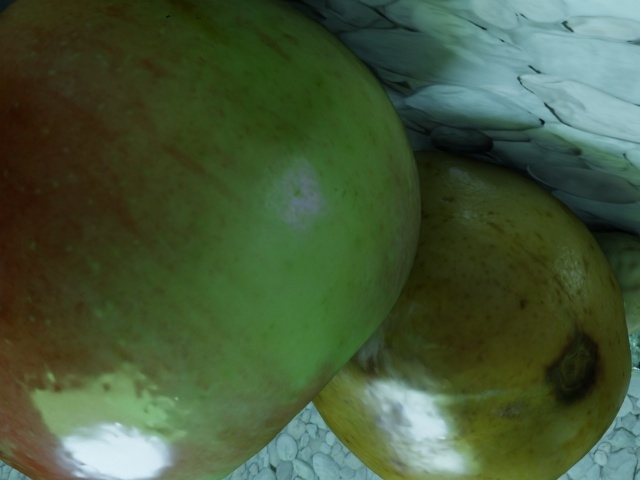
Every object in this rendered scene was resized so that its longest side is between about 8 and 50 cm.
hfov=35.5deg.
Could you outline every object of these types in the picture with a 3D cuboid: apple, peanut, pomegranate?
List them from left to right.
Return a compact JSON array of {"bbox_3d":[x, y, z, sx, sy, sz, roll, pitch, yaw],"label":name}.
[{"bbox_3d":[-0.102,-0.009,0.601,0.277,0.319,0.319,45,172,-3],"label":"apple"},{"bbox_3d":[0.111,0.067,0.805,0.307,0.307,0.307,18,174,2],"label":"pomegranate"},{"bbox_3d":[0.245,0.047,0.984,0.125,0.111,0.274,0,179,-18],"label":"peanut"}]

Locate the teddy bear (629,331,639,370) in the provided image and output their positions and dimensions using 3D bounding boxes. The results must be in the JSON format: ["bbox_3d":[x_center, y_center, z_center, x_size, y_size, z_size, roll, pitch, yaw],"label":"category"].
[{"bbox_3d":[0.372,0.111,1.179,0.133,0.111,0.213,17,173,44],"label":"teddy bear"}]

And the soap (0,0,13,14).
[{"bbox_3d":[-0.303,-0.165,0.661,0.208,0.115,0.347,17,174,9],"label":"soap"}]
